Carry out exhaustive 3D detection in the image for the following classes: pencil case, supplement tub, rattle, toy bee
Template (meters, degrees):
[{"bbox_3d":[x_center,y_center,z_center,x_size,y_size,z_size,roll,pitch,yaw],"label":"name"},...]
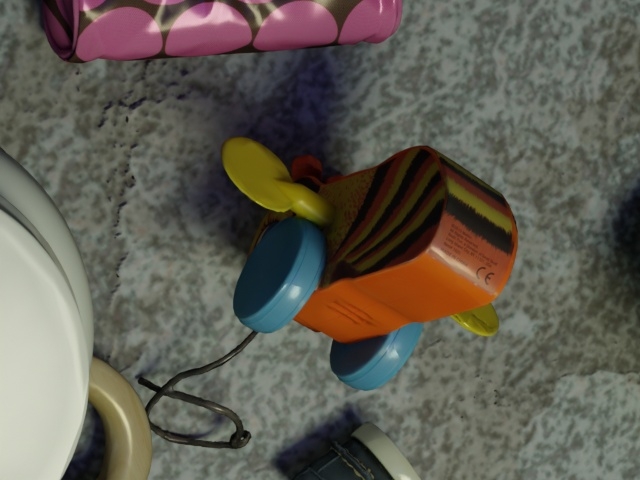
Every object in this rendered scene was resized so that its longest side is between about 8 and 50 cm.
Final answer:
[{"bbox_3d":[-0.058,-0.159,1.055,0.209,0.095,0.098,-5,87,-20],"label":"pencil case"},{"bbox_3d":[-0.242,0.032,0.908,0.228,0.316,0.228,-4,102,-18],"label":"supplement tub"},{"bbox_3d":[-0.117,0.153,1.064,0.130,0.143,0.199,-47,113,-42],"label":"rattle"},{"bbox_3d":[0.000,0.000,1.064,0.195,0.298,0.162,47,44,-40],"label":"toy bee"}]

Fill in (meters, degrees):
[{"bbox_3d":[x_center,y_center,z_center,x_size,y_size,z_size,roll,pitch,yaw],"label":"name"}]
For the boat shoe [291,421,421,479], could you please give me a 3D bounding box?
[{"bbox_3d":[0.066,0.242,1.179,0.079,0.095,0.254,-33,109,-11],"label":"boat shoe"}]
